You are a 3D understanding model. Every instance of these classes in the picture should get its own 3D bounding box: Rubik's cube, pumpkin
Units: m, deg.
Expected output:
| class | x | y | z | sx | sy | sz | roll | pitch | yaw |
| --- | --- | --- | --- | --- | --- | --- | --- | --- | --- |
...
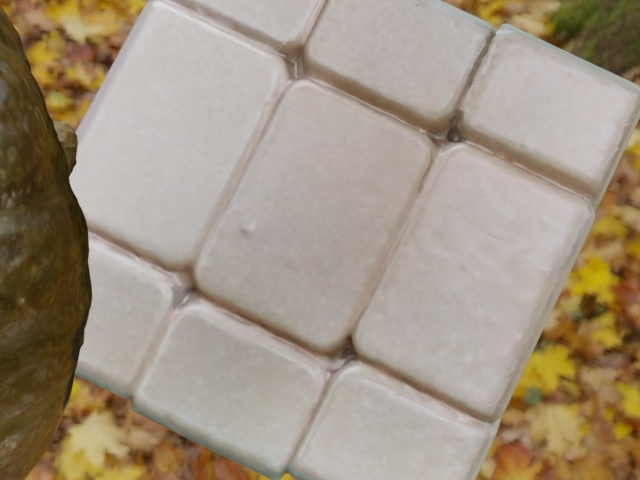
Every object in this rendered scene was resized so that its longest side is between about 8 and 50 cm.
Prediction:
| class | x | y | z | sx | sy | sz | roll | pitch | yaw |
| --- | --- | --- | --- | --- | --- | --- | --- | --- | --- |
| Rubik's cube | 0.000 | 0.000 | 0.973 | 0.316 | 0.318 | 0.322 | 26 | -7 | 3 |
| pumpkin | -0.149 | -0.005 | 0.439 | 0.162 | 0.219 | 0.219 | -15 | 47 | -32 |
